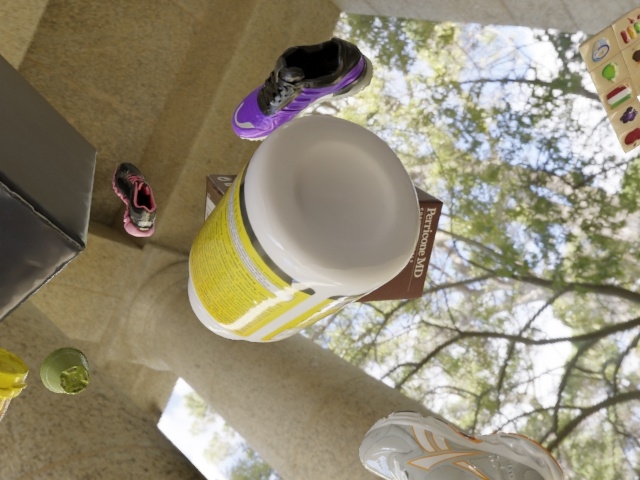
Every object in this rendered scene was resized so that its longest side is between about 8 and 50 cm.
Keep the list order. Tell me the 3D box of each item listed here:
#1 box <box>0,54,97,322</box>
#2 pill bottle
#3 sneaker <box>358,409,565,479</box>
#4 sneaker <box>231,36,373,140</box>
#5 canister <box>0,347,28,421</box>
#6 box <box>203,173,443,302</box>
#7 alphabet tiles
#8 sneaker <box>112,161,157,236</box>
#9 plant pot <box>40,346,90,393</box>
[{"bbox_3d":[-0.583,-0.018,0.811,0.471,0.480,0.297,-41,-62,2],"label":"box"},{"bbox_3d":[-0.047,0.013,0.715,0.187,0.334,0.188,11,-115,-24],"label":"pill bottle"},{"bbox_3d":[0.137,0.280,0.707,0.121,0.262,0.099,-41,-67,-42],"label":"sneaker"},{"bbox_3d":[-0.059,-0.289,1.108,0.146,0.293,0.102,18,-130,-66],"label":"sneaker"},{"bbox_3d":[-0.352,0.173,0.523,0.126,0.073,0.170,28,-95,-46],"label":"canister"},{"bbox_3d":[0.000,0.000,1.019,0.381,0.143,0.191,-2,-67,-26],"label":"box"},{"bbox_3d":[0.443,-0.231,0.712,0.237,0.009,0.198,-34,-49,17],"label":"alphabet tiles"},{"bbox_3d":[-0.237,-0.064,0.788,0.047,0.119,0.057,-4,-37,-35],"label":"sneaker"},{"bbox_3d":[-0.442,0.237,1.067,0.083,0.079,0.084,-2,-86,-35],"label":"plant pot"}]
